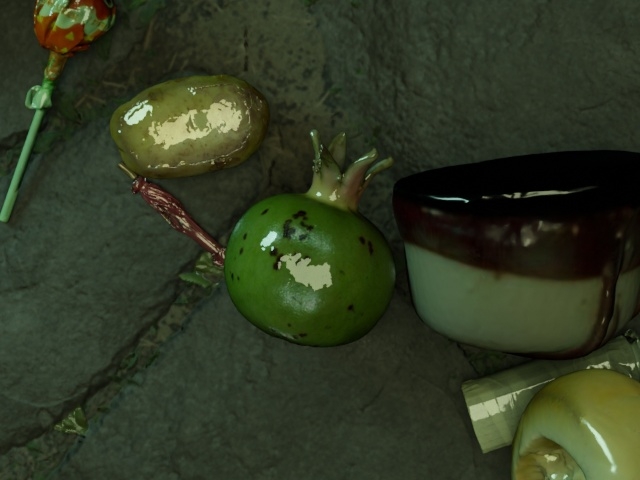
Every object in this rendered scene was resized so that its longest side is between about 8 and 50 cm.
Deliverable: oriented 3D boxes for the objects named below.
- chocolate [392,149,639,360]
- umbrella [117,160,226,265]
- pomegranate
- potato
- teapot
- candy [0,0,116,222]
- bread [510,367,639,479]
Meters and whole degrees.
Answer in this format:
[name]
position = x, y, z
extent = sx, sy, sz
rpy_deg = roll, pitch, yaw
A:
[chocolate]
position = 0.215, 0.018, 1.417
extent = 0.284, 0.283, 0.186
rpy_deg = -8, 100, 3
[umbrella]
position = -0.158, -0.028, 1.542
extent = 0.165, 0.025, 0.027
rpy_deg = 41, 78, -3
[pomegranate]
position = 0.000, 0.000, 1.461
extent = 0.182, 0.181, 0.224
rpy_deg = 22, 98, 1
[potato]
position = -0.137, -0.121, 1.504
extent = 0.171, 0.080, 0.107
rpy_deg = -16, 86, 1
[teapot]
position = 0.260, 0.174, 1.515
extent = 0.200, 0.077, 0.107
rpy_deg = -19, 100, 4
[candy]
position = -0.294, -0.150, 1.524
extent = 0.084, 0.078, 0.287
rpy_deg = 15, 106, -19
[bread]
position = 0.324, 0.317, 1.378
extent = 0.245, 0.329, 0.424
rpy_deg = -6, 125, 2
